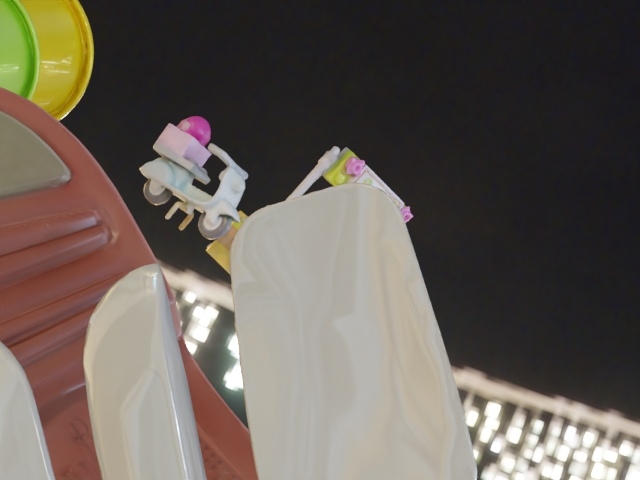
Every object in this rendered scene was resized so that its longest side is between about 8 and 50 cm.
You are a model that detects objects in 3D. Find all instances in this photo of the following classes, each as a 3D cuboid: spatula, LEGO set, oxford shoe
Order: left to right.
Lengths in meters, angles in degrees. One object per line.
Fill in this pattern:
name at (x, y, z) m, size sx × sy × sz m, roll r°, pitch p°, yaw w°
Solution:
oxford shoe at (-0.063, 0.136, 0.585) m, size 0.397 × 0.140 × 0.146 m, roll 65°, pitch -19°, yaw 14°
spatula at (-0.024, 0.120, 0.410) m, size 0.168 × 0.242 × 0.019 m, roll -16°, pitch -9°, yaw 21°
LEGO set at (0.000, 0.000, 1.081) m, size 0.132 × 0.107 × 0.287 m, roll 41°, pitch -1°, yaw 26°

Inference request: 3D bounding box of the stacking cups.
stacking cups at (-0.218, -0.090, 0.782) m, size 0.096 × 0.096 × 0.316 m, roll 16°, pitch 12°, yaw 15°
